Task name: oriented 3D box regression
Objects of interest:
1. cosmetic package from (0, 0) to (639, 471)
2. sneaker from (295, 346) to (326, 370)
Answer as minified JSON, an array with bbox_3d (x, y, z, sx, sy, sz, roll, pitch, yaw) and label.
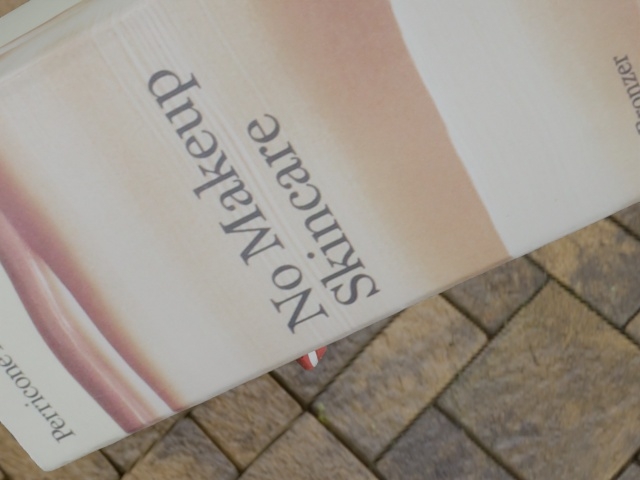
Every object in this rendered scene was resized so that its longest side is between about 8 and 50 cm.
[{"bbox_3d":[-0.014,-0.053,0.425,0.296,0.153,0.129,-27,25,13],"label":"cosmetic package"},{"bbox_3d":[0.000,0.000,0.861,0.128,0.221,0.087,-35,49,-17],"label":"sneaker"}]
